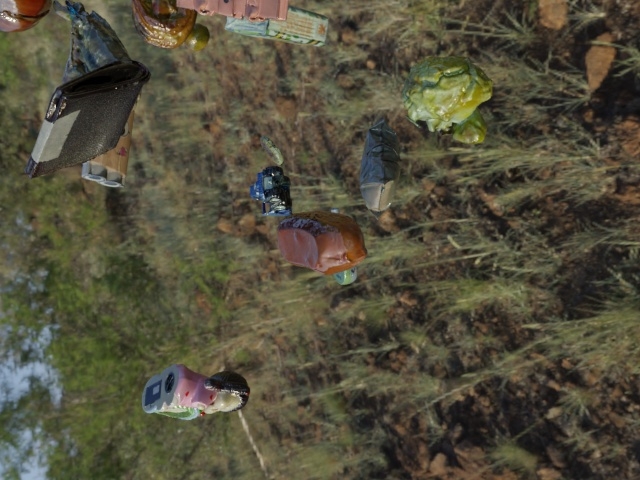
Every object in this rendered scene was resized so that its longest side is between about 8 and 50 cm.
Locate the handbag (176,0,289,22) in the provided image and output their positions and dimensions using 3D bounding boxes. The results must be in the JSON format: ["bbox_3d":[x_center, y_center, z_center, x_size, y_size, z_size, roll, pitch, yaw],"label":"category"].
[{"bbox_3d":[-0.156,-0.479,1.055,0.059,0.212,0.157,-33,-46,-65],"label":"handbag"}]

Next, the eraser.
[{"bbox_3d":[-0.726,-0.341,2.003,0.087,0.171,0.290,-1,79,27],"label":"eraser"}]

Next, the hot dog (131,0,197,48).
[{"bbox_3d":[-0.470,-0.720,1.761,0.122,0.196,0.272,-32,53,57],"label":"hot dog"}]

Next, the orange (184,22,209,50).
[{"bbox_3d":[-0.414,-0.679,1.954,0.085,0.095,0.085,60,-167,-24],"label":"orange"}]

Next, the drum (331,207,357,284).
[{"bbox_3d":[0.058,0.020,1.908,0.130,0.049,0.253,177,78,-70],"label":"drum"}]

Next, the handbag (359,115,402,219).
[{"bbox_3d":[0.173,-0.216,1.691,0.182,0.117,0.270,92,-179,-56],"label":"handbag"}]

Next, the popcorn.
[{"bbox_3d":[0.274,-0.294,1.243,0.212,0.198,0.198,60,160,-4],"label":"popcorn"}]

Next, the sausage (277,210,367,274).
[{"bbox_3d":[0.002,-0.001,1.202,0.258,0.133,0.133,10,108,60],"label":"sausage"}]

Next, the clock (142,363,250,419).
[{"bbox_3d":[-0.276,0.346,1.322,0.194,0.195,0.100,-33,50,43],"label":"clock"}]

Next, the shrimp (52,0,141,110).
[{"bbox_3d":[-0.647,-0.505,1.658,0.445,0.221,0.110,63,-175,19],"label":"shrimp"}]

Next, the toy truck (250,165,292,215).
[{"bbox_3d":[-0.161,-0.156,1.972,0.208,0.126,0.113,51,-149,-68],"label":"toy truck"}]

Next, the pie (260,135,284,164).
[{"bbox_3d":[-0.123,-0.227,1.482,0.084,0.020,0.084,47,168,13],"label":"pie"}]

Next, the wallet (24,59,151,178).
[{"bbox_3d":[-0.471,-0.248,1.188,0.071,0.262,0.221,41,123,-3],"label":"wallet"}]

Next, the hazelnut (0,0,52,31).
[{"bbox_3d":[-0.924,-0.716,1.752,0.212,0.181,0.181,-44,15,40],"label":"hazelnut"}]

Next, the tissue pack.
[{"bbox_3d":[-0.153,-0.784,2.116,0.228,0.311,0.128,23,110,38],"label":"tissue pack"}]
